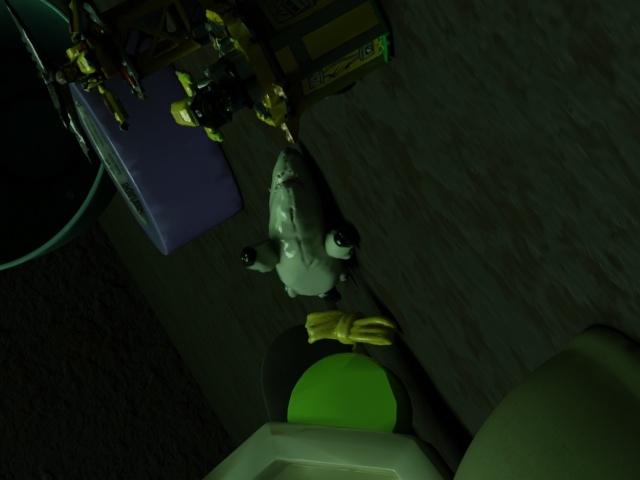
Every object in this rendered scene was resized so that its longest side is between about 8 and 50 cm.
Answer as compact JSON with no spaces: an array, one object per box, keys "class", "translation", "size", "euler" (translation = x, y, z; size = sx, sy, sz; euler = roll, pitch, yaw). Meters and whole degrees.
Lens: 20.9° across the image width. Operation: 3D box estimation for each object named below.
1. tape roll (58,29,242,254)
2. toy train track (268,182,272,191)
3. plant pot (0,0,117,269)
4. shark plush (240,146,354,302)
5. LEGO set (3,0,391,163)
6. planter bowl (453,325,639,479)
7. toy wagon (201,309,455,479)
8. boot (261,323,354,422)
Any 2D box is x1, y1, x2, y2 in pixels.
[{"class":"tape roll","translation":[-0.148,-0.086,1.514],"size":[0.189,0.080,0.189],"euler":[57,171,14]},{"class":"toy train track","translation":[-0.022,-0.020,1.255],"size":[0.083,0.014,0.048],"euler":[47,164,55]},{"class":"plant pot","translation":[-0.327,-0.112,1.806],"size":[0.293,0.293,0.235],"euler":[59,-173,5]},{"class":"shark plush","translation":[0.000,0.000,1.176],"size":[0.161,0.073,0.067],"euler":[46,-149,-59]},{"class":"LEGO set","translation":[-0.131,-0.168,0.823],"size":[0.331,0.192,0.255],"euler":[64,170,-28]},{"class":"planter bowl","translation":[0.113,0.132,0.737],"size":[0.162,0.109,0.162],"euler":[58,171,14]},{"class":"toy wagon","translation":[0.010,0.219,1.151],"size":[0.068,0.267,0.344],"euler":[35,-119,-60]},{"class":"boot","translation":[0.022,0.222,1.351],"size":[0.115,0.112,0.305],"euler":[51,-148,-73]}]
